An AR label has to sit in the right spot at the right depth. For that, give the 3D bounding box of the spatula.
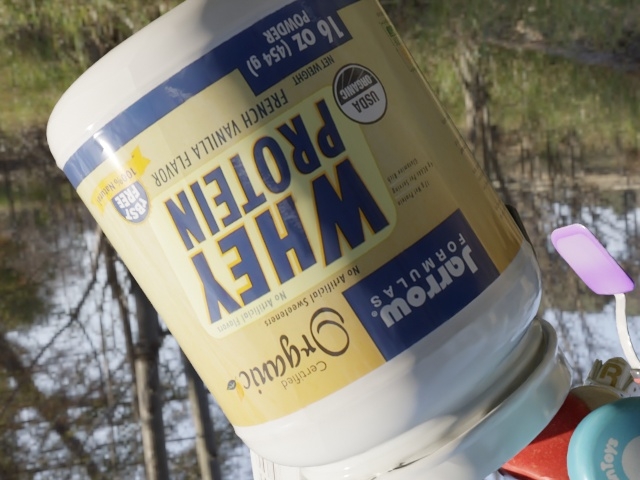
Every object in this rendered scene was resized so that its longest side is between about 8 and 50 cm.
[{"bbox_3d":[0.335,0.112,0.964,0.030,0.296,0.084,-27,-179,-17],"label":"spatula"}]

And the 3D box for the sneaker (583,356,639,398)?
[{"bbox_3d":[0.399,0.238,1.337,0.108,0.169,0.292,20,168,31],"label":"sneaker"}]

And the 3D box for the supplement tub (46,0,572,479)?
[{"bbox_3d":[0.000,0.000,0.588,0.228,0.316,0.228,-33,-175,3],"label":"supplement tub"}]

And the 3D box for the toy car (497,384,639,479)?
[{"bbox_3d":[0.126,0.226,0.564,0.238,0.210,0.219,-24,165,-2],"label":"toy car"}]

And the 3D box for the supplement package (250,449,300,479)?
[{"bbox_3d":[0.059,0.326,1.250,0.199,0.198,0.263,-31,-134,-31],"label":"supplement package"}]

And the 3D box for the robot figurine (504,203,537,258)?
[{"bbox_3d":[0.167,0.049,1.295,0.278,0.209,0.173,-22,-144,5],"label":"robot figurine"}]
